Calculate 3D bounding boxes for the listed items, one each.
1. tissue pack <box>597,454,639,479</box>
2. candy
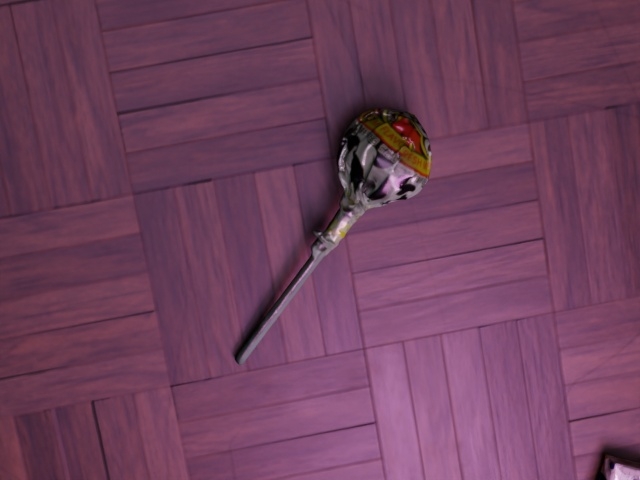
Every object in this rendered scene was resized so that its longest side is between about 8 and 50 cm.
[{"bbox_3d":[0.317,0.272,1.513,0.062,0.042,0.083,14,100,-11],"label":"tissue pack"},{"bbox_3d":[0.000,0.000,1.419,0.091,0.083,0.305,45,106,24],"label":"candy"}]
